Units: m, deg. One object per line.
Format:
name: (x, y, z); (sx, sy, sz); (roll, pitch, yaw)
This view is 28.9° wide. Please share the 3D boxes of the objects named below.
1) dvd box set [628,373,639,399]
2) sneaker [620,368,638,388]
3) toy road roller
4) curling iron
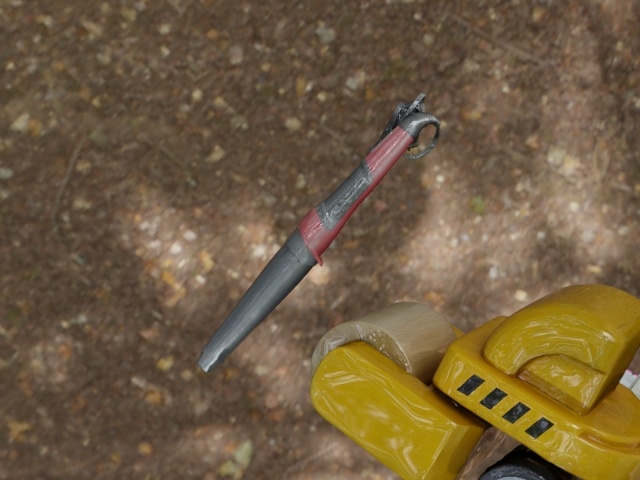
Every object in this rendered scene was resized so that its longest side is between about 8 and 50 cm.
dvd box set: (0.586, 0.202, 1.380); (0.420, 0.062, 0.308); (41, 114, 23)
sneaker: (0.394, 0.216, 1.994); (0.252, 0.103, 0.111); (28, 92, -2)
toy road roller: (0.178, 0.128, 1.223); (0.329, 0.202, 0.241); (32, 111, 20)
curling iron: (0.000, 0.000, 0.957); (0.035, 0.068, 0.274); (42, 95, 18)
